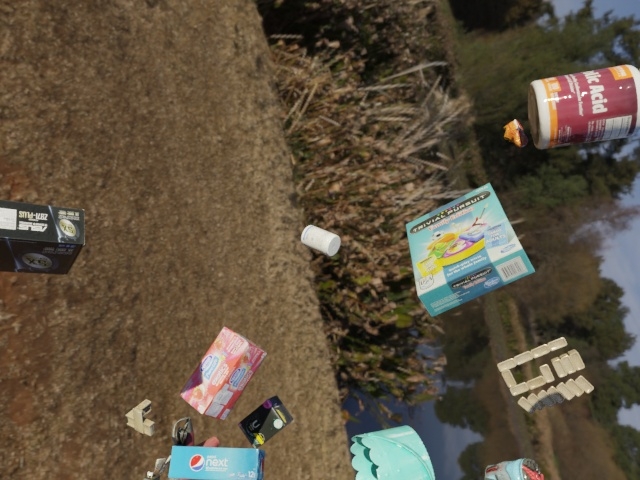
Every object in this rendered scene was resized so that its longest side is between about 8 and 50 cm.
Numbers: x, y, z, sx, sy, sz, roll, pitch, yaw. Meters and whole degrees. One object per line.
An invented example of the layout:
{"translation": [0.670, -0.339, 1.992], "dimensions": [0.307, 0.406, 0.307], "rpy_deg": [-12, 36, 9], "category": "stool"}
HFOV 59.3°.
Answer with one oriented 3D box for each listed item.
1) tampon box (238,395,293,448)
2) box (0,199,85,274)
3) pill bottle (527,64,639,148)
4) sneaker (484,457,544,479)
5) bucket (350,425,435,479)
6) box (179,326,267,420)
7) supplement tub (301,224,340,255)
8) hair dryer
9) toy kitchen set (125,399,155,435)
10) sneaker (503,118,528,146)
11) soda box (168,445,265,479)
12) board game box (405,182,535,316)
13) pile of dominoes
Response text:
{"translation": [-0.211, 0.704, 2.184], "dimensions": [0.120, 0.161, 0.101], "rpy_deg": [51, 11, 15], "category": "tampon box"}
{"translation": [-0.551, -0.003, 1.049], "dimensions": [0.180, 0.147, 0.077], "rpy_deg": [7, 60, -35], "category": "box"}
{"translation": [0.877, -0.426, 1.775], "dimensions": [0.224, 0.392, 0.224], "rpy_deg": [-7, 90, -78], "category": "pill bottle"}
{"translation": [0.432, 0.568, 1.207], "dimensions": [0.104, 0.125, 0.262], "rpy_deg": [-47, 115, -51], "category": "sneaker"}
{"translation": [0.228, 0.732, 1.782], "dimensions": [0.281, 0.183, 0.281], "rpy_deg": [168, -90, -74], "category": "bucket"}
{"translation": [-0.306, 0.422, 1.787], "dimensions": [0.257, 0.122, 0.128], "rpy_deg": [-57, 146, -9], "category": "box"}
{"translation": [0.000, 0.000, 1.741], "dimensions": [0.071, 0.107, 0.071], "rpy_deg": [-35, 137, -41], "category": "supplement tub"}
{"translation": [-0.392, 0.646, 1.705], "dimensions": [0.223, 0.080, 0.293], "rpy_deg": [-59, 159, -2], "category": "hair dryer"}
{"translation": [-0.449, 0.446, 1.459], "dimensions": [0.075, 0.083, 0.068], "rpy_deg": [-35, 133, -54], "category": "toy kitchen set"}
{"translation": [0.694, -0.369, 2.008], "dimensions": [0.064, 0.067, 0.175], "rpy_deg": [44, 29, -16], "category": "sneaker"}
{"translation": [-0.239, 0.519, 1.308], "dimensions": [0.067, 0.210, 0.071], "rpy_deg": [70, 21, -65], "category": "soda box"}
{"translation": [0.353, 0.012, 1.401], "dimensions": [0.079, 0.254, 0.336], "rpy_deg": [54, 19, -25], "category": "board game box"}
{"translation": [0.741, 0.446, 1.857], "dimensions": [0.196, 0.251, 0.040], "rpy_deg": [65, 11, 4], "category": "pile of dominoes"}
